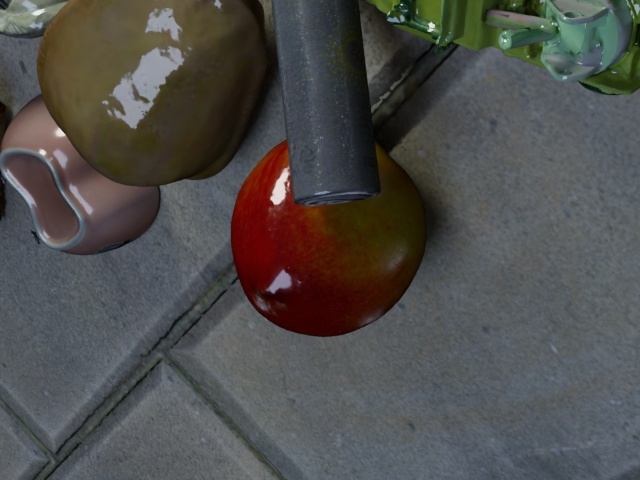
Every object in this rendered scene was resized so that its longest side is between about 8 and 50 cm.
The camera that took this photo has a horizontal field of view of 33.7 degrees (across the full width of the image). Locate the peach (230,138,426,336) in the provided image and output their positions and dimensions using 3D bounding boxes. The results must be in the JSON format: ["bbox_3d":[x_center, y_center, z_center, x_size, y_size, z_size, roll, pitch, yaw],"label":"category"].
[{"bbox_3d":[0.000,0.000,0.976,0.197,0.197,0.197,20,130,26],"label":"peach"}]

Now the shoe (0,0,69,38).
[{"bbox_3d":[-0.346,-0.279,1.131,0.227,0.099,0.112,11,119,28],"label":"shoe"}]

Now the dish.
[{"bbox_3d":[-0.298,-0.066,1.238,0.213,0.090,0.213,20,130,26],"label":"dish"}]

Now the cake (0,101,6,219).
[{"bbox_3d":[-0.517,-0.117,1.297,0.198,0.196,0.293,36,136,15],"label":"cake"}]

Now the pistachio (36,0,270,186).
[{"bbox_3d":[-0.160,-0.166,1.011,0.212,0.163,0.260,16,135,-15],"label":"pistachio"}]

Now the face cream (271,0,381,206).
[{"bbox_3d":[-0.002,-0.171,0.875,0.073,0.073,0.284,-11,83,42],"label":"face cream"}]

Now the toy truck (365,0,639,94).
[{"bbox_3d":[0.123,-0.190,0.775,0.259,0.135,0.128,32,137,33],"label":"toy truck"}]
